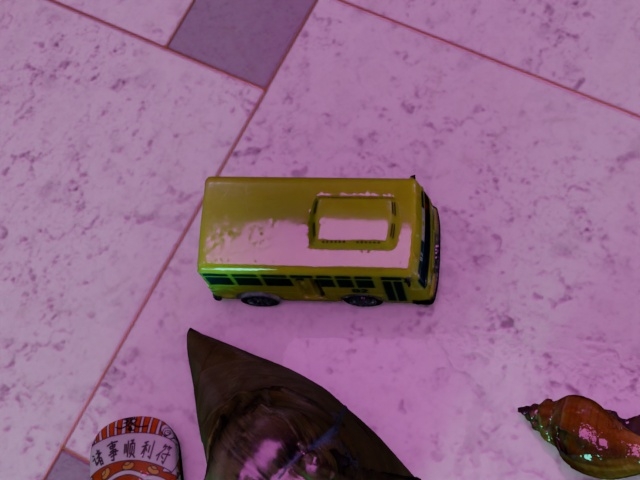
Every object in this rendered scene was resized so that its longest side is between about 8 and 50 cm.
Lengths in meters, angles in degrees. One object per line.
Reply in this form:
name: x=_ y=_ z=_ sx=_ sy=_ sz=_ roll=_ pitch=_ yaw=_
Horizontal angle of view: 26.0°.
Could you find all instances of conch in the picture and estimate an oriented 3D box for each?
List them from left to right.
conch: x=0.317 y=0.220 z=1.465 sx=0.233 sy=0.086 sz=0.080 roll=20 pitch=115 yaw=13

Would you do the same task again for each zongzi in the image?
zongzi: x=-0.080 y=0.180 z=1.428 sx=0.160 sy=0.323 sz=0.360 roll=-45 pitch=65 yaw=0

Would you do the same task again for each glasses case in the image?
glasses case: x=-0.198 y=0.325 z=1.522 sx=0.103 sy=0.067 sz=0.266 roll=-9 pitch=69 yaw=5

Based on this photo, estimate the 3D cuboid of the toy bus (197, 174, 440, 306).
toy bus: x=0.000 y=0.000 z=1.564 sx=0.262 sy=0.150 sz=0.128 roll=1 pitch=72 yaw=10
